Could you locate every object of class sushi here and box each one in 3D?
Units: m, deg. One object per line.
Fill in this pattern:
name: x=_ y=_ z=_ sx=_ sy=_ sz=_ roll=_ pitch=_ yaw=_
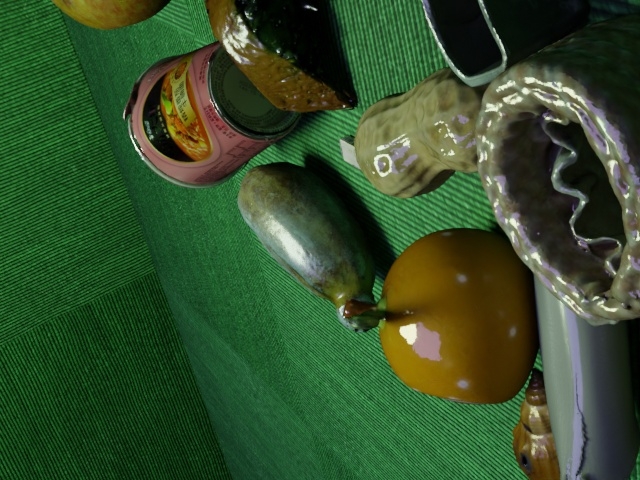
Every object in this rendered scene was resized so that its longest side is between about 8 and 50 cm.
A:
sushi: x=-0.063 y=-0.290 z=1.237 sx=0.287 sy=0.140 sz=0.149 roll=60 pitch=-164 yaw=8

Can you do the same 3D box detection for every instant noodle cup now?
instant noodle cup: x=-0.149 y=-0.213 z=1.432 sx=0.255 sy=0.244 sz=0.244 roll=-13 pitch=103 yaw=60

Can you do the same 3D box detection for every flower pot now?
flower pot: x=0.147 y=-0.260 z=0.799 sx=0.103 sy=0.108 sz=0.229 roll=18 pitch=132 yaw=62

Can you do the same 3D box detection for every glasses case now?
glasses case: x=0.270 y=0.106 z=0.945 sx=0.128 sy=0.083 sz=0.308 roll=-59 pitch=-38 yaw=-79

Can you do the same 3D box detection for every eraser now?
eraser: x=0.058 y=-0.120 z=1.302 sx=0.083 sy=0.019 sz=0.038 roll=36 pitch=145 yaw=50

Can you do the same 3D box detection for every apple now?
apple: x=-0.348 y=-0.475 z=1.530 sx=0.264 sy=0.264 sz=0.264 roll=49 pitch=156 yaw=32

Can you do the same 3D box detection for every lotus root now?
lotus root: x=0.000 y=0.000 z=1.424 sx=0.322 sy=0.140 sz=0.158 roll=46 pitch=172 yaw=25

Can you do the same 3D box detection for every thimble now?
thimble: x=0.244 y=-0.061 z=0.759 sx=0.229 sy=0.148 sz=0.196 roll=59 pitch=157 yaw=3

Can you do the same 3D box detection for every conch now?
conch: x=0.288 y=0.278 z=1.131 sx=0.109 sy=0.093 sz=0.330 roll=26 pitch=140 yaw=48

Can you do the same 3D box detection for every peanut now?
peanut: x=0.123 y=-0.114 z=0.992 sx=0.120 sy=0.136 sz=0.298 roll=33 pitch=164 yaw=-16

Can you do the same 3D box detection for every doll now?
doll: x=0.131 y=0.081 z=1.052 sx=0.213 sy=0.236 sz=0.214 roll=-174 pitch=90 yaw=-82
